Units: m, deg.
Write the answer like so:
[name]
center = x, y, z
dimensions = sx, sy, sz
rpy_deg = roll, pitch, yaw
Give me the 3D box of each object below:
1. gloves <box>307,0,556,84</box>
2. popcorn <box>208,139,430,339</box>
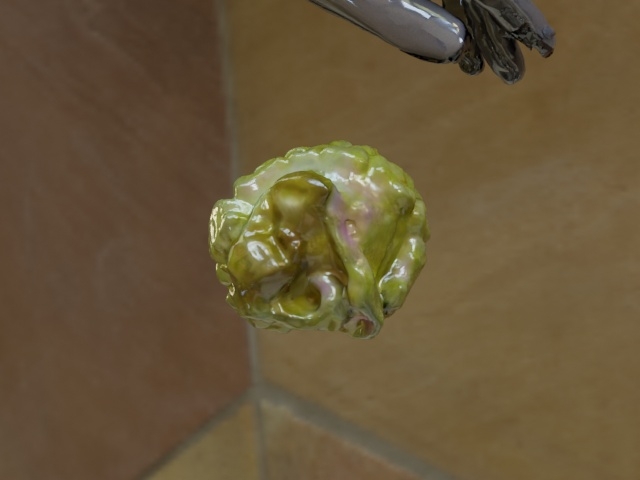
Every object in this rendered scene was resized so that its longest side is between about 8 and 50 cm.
[gloves]
center = 0.024, -0.186, 1.236
dimensions = 0.285, 0.142, 0.119
rpy_deg = 29, 130, -7
[popcorn]
center = 0.000, 0.000, 1.246
dimensions = 0.126, 0.145, 0.126
rpy_deg = -119, 22, -73
